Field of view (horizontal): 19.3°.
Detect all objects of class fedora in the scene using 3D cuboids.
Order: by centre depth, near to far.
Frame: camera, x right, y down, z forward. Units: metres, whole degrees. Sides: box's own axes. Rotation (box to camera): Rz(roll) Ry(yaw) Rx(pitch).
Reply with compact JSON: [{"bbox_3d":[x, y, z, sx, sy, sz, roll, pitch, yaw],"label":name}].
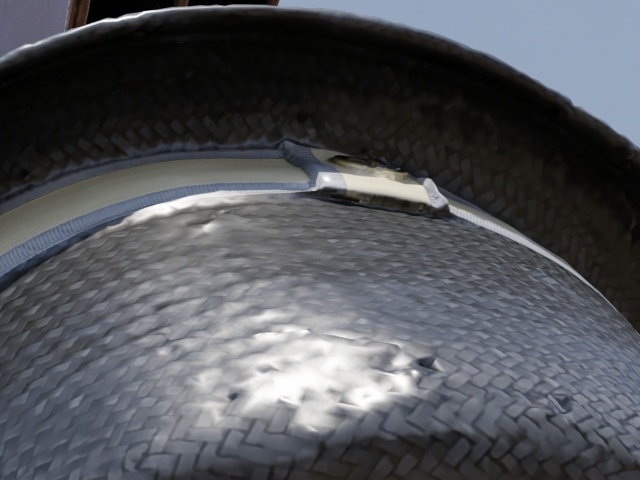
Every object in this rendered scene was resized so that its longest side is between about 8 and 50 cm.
[{"bbox_3d":[0.014,0.099,0.469,0.334,0.334,0.152,2,10,-23],"label":"fedora"}]

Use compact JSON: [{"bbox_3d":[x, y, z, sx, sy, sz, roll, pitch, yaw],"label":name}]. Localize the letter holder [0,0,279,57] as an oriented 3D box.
[{"bbox_3d":[-0.116,-0.084,0.989,0.152,0.214,0.302,0,-42,-26],"label":"letter holder"}]
